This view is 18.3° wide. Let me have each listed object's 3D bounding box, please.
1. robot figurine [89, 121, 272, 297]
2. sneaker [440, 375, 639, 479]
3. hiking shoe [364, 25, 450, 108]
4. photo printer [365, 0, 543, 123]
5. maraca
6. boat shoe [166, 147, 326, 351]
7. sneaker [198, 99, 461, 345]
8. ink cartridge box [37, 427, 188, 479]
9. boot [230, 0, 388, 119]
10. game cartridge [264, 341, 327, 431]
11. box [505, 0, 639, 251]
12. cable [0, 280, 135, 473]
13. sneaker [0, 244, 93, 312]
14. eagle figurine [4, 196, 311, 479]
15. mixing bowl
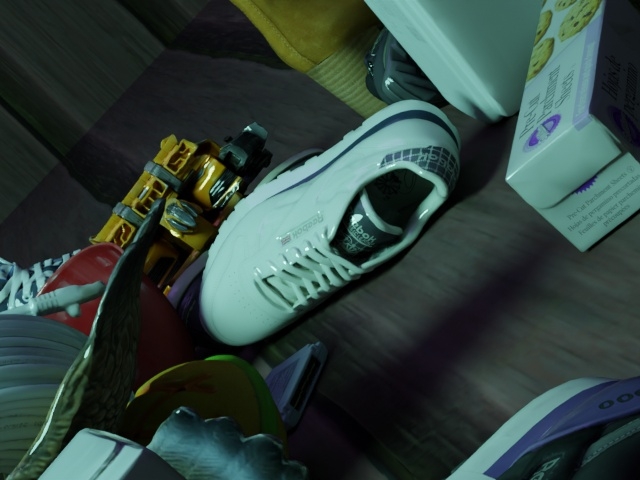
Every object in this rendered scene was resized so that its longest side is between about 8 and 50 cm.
[{"bbox_3d":[-0.126,-0.005,1.642,0.211,0.085,0.291,-54,-1,-10],"label":"robot figurine"},{"bbox_3d":[0.053,0.126,0.595,0.283,0.107,0.124,-41,10,-30],"label":"sneaker"},{"bbox_3d":[0.081,-0.138,1.563,0.114,0.086,0.227,-54,2,32],"label":"hiking shoe"},{"bbox_3d":[0.142,-0.271,1.365,0.307,0.256,0.107,-47,32,-8],"label":"photo printer"},{"bbox_3d":[-0.069,0.144,1.132,0.127,0.099,0.186,-43,36,26],"label":"maraca"},{"bbox_3d":[-0.037,0.011,1.541,0.065,0.075,0.206,23,56,30],"label":"boat shoe"},{"bbox_3d":[0.000,0.000,1.372,0.235,0.090,0.095,-43,23,22],"label":"sneaker"},{"bbox_3d":[-0.064,0.181,0.820,0.128,0.176,0.127,-49,14,-13],"label":"ink cartridge box"},{"bbox_3d":[0.030,-0.255,1.736,0.104,0.211,0.295,-32,19,44],"label":"boot"},{"bbox_3d":[-0.027,0.104,1.286,0.056,0.017,0.083,-32,19,35],"label":"game cartridge"},{"bbox_3d":[0.169,-0.106,1.193,0.067,0.063,0.324,-41,14,28],"label":"box"},{"bbox_3d":[-0.220,0.167,1.234,0.257,0.257,0.089,-15,38,-29],"label":"cable"},{"bbox_3d":[-0.244,0.039,1.845,0.282,0.153,0.099,-41,15,22],"label":"sneaker"},{"bbox_3d":[-0.144,0.153,1.036,0.298,0.226,0.225,-33,5,0],"label":"eagle figurine"},{"bbox_3d":[-0.155,0.103,1.453,0.181,0.098,0.181,-39,34,33],"label":"mixing bowl"}]
